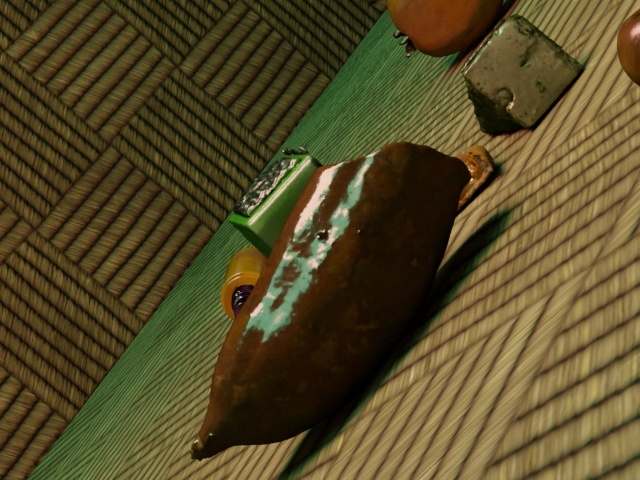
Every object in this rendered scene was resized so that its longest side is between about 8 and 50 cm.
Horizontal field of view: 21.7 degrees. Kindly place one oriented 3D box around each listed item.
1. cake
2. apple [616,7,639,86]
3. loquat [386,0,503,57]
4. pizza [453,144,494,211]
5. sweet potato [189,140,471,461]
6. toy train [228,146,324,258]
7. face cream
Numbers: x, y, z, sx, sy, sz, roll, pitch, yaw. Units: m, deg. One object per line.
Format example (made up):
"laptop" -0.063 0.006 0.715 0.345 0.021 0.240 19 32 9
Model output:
"cake" 0.229 -0.163 1.879 0.100 0.099 0.235 -50 -13 -4
"apple" 0.288 -0.163 1.367 0.089 0.074 0.089 -45 8 8
"loquat" 0.199 -0.390 2.642 0.234 0.176 0.187 -58 6 10
"pizza" 0.132 -0.050 1.823 0.131 0.041 0.178 -51 7 -4
"sweet potato" 0.008 0.065 1.577 0.370 0.157 0.158 -61 9 -9
"toy train" 0.000 0.000 1.772 0.132 0.188 0.243 -47 8 -4
"face cream" -0.104 0.073 2.423 0.078 0.078 0.273 -48 8 8
